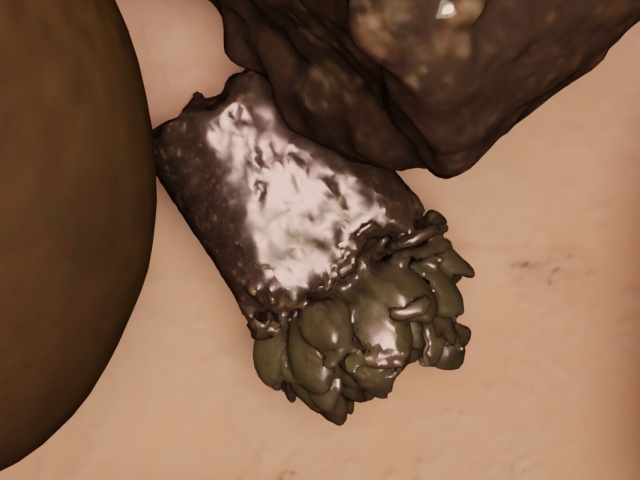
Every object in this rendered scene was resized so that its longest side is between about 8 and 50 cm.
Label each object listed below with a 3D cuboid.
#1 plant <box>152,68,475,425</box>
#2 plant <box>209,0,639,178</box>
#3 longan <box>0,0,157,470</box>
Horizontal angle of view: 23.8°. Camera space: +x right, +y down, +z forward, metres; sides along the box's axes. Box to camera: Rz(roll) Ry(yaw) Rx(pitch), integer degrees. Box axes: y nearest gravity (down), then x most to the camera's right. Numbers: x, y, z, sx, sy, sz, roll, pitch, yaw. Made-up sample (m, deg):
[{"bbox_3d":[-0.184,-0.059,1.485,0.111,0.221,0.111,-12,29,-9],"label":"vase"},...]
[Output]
[{"bbox_3d":[0.000,0.000,0.568,0.094,0.092,0.143,-33,99,-10],"label":"plant"},{"bbox_3d":[0.069,-0.160,0.476,0.276,0.188,0.199,-45,103,-16],"label":"plant"},{"bbox_3d":[-0.162,-0.028,0.473,0.215,0.246,0.246,-15,104,-21],"label":"longan"}]
